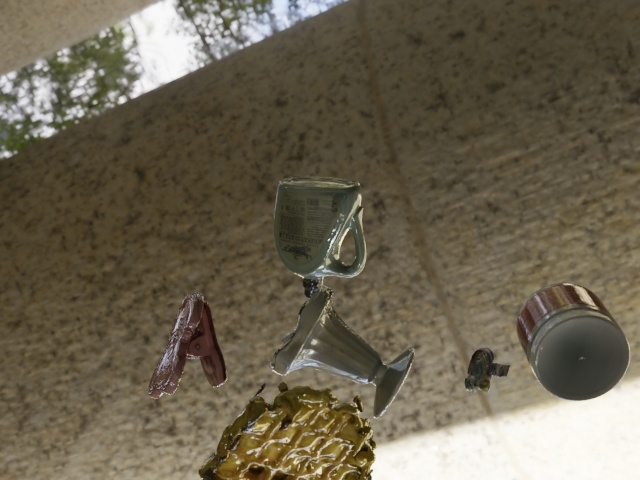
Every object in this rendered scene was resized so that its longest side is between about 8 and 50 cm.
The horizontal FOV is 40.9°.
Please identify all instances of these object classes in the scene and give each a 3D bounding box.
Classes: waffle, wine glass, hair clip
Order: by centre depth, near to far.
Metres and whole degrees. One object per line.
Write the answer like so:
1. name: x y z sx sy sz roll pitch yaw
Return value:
1. hair clip: -0.197 0.149 1.210 0.123 0.102 0.138 -15 88 63
2. waffle: -0.049 0.317 1.224 0.060 0.262 0.281 -105 -1 -51
3. wine glass: 0.036 0.182 1.365 0.196 0.165 0.165 32 -159 0
4. hair clip: 0.417 0.330 2.181 0.172 0.049 0.116 157 132 -70

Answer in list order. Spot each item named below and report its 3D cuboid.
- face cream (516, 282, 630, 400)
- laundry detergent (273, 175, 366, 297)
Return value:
1. face cream: 0.533 0.212 1.828 0.187 0.201 0.201 -88 -26 -71
2. laundry detergent: 0.000 0.000 1.954 0.105 0.214 0.281 -45 -44 -65
